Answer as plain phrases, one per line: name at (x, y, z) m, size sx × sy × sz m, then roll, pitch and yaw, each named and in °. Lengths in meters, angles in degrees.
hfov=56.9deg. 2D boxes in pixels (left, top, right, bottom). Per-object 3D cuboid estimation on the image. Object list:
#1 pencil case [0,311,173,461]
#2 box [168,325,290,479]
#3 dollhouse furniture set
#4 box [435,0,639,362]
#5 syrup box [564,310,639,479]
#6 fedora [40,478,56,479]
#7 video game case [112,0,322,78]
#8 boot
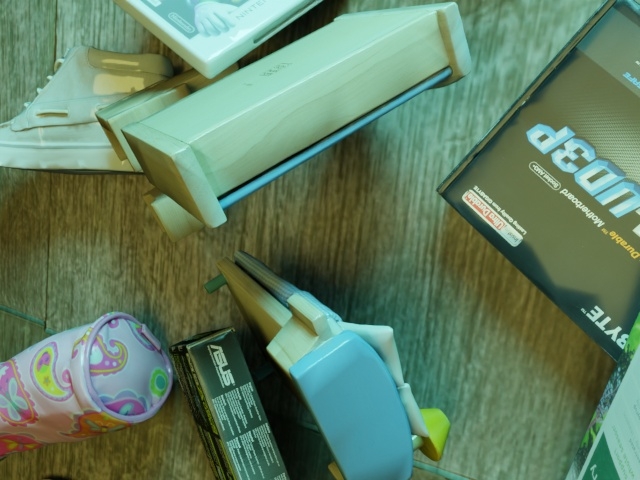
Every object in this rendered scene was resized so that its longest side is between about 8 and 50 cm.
pencil case at (-0.299, 0.167, 0.646) m, size 0.284 × 0.124 × 0.124 m, roll -22°, pitch 87°, yaw 28°
box at (-0.077, 0.173, 0.514) m, size 0.191 × 0.045 × 0.184 m, roll 69°, pitch 156°, yaw 4°
dollhouse furniture set at (0.000, 0.000, 0.490) m, size 0.286 × 0.198 × 0.304 m, roll 29°, pitch 147°, yaw 57°
box at (0.217, -0.024, 0.395) m, size 0.220 × 0.051 × 0.175 m, roll 47°, pitch 115°, yaw 14°
syrup box at (0.219, 0.132, 0.337) m, size 0.096 × 0.093 × 0.237 m, roll 7°, pitch 122°, yaw 3°
fedora at (-0.332, 0.390, 0.711) m, size 0.194 × 0.079 × 0.195 m, roll 3°, pitch 98°, yaw 26°
video game case at (-0.089, -0.232, 0.475) m, size 0.190 × 0.173 × 0.022 m, roll 41°, pitch 157°, yaw 17°
boot at (-0.258, -0.132, 0.608) m, size 0.258 × 0.095 × 0.124 m, roll 4°, pitch 93°, yaw 18°
